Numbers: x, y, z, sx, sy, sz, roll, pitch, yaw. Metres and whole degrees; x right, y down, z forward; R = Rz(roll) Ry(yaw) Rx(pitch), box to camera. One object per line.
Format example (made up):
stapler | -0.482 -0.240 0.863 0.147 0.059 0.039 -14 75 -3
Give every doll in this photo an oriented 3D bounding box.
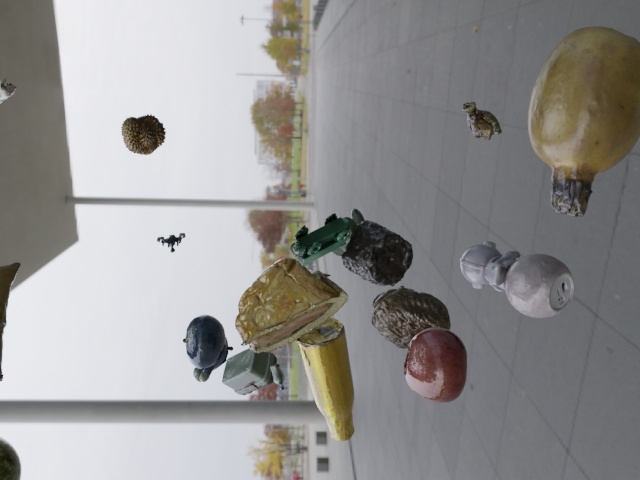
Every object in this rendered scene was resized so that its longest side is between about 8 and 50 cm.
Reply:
doll | 0.439 0.080 1.257 0.287 0.151 0.150 25 117 57
doll | -0.393 0.360 1.837 0.258 0.154 0.228 78 -172 -65

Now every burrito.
burrito | -0.805 -0.365 1.336 0.055 0.149 0.041 23 -113 -47

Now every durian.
durian | -0.641 -0.386 1.958 0.168 0.158 0.137 100 148 -49

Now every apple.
apple | 0.234 0.253 1.105 0.153 0.120 0.153 7 -90 -84

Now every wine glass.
wine glass | -0.131 0.425 1.670 0.039 0.042 0.083 -32 75 53

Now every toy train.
toy train | 0.000 0.000 1.302 0.070 0.172 0.099 49 145 21

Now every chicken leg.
chicken leg | 0.400 -0.301 1.341 0.178 0.093 0.070 21 -76 -54

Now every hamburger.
hamburger | -0.096 0.167 1.581 0.162 0.330 0.208 44 -161 -58

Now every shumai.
shumai | 0.256 0.195 1.537 0.185 0.218 0.183 -80 -10 -56

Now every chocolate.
chocolate | 0.026 0.459 1.737 0.162 0.162 0.445 -95 -5 -65

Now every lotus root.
lotus root | 0.431 -0.193 0.882 0.183 0.183 0.309 124 162 -85

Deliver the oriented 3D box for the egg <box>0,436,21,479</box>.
egg | -0.932 0.630 1.392 0.238 0.290 0.238 158 90 -89

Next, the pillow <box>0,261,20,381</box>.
pillow | -0.819 0.191 1.148 0.119 0.310 0.312 85 172 -51

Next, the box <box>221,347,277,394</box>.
box | -0.283 0.520 2.154 0.210 0.129 0.147 -31 36 33

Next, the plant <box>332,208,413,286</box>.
plant | 0.107 0.015 1.377 0.149 0.146 0.274 49 174 -32

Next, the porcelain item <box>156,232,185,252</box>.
porcelain item | -0.593 0.013 2.149 0.136 0.021 0.075 -15 -72 -55
